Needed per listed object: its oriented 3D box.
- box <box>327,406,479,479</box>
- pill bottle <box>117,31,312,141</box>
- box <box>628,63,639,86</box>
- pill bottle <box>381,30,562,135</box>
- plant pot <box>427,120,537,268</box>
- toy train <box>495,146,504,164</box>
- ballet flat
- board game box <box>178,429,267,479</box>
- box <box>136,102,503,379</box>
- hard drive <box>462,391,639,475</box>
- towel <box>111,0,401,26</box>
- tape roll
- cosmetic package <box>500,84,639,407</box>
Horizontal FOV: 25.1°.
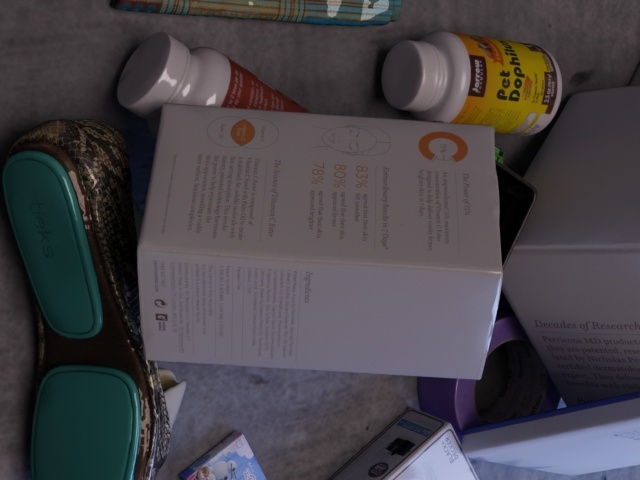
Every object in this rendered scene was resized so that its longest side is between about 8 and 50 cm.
[{"bbox_3d":[0.069,0.367,1.809,0.290,0.087,0.169,-40,119,-22],"label":"box"},{"bbox_3d":[-0.110,-0.135,1.569,0.216,0.121,0.121,31,81,-35],"label":"pill bottle"},{"bbox_3d":[0.573,-0.150,2.031,0.311,0.121,0.148,35,79,-34],"label":"box"},{"bbox_3d":[0.184,-0.193,1.760,0.215,0.117,0.117,2,98,-35],"label":"pill bottle"},{"bbox_3d":[0.111,-0.027,1.713,0.187,0.167,0.188,31,81,-34],"label":"plant pot"},{"bbox_3d":[0.207,-0.120,1.853,0.083,0.017,0.023,25,74,-35],"label":"toy train"},{"bbox_3d":[-0.224,0.104,1.534,0.182,0.164,0.482,-24,113,-57],"label":"ballet flat"},{"bbox_3d":[-0.112,0.289,1.711,0.090,0.020,0.090,-37,117,-25],"label":"board game box"},{"bbox_3d":[0.000,0.000,1.456,0.345,0.215,0.168,4,136,0],"label":"box"},{"bbox_3d":[0.357,0.237,1.746,0.210,0.319,0.040,15,67,-34],"label":"hard drive"},{"bbox_3d":[-0.057,-0.381,1.609,0.370,0.040,0.271,-3,100,-34],"label":"towel"},{"bbox_3d":[0.225,0.182,1.885,0.189,0.080,0.189,-8,104,-33],"label":"tape roll"},{"bbox_3d":[0.474,0.041,1.828,0.329,0.327,0.393,-55,126,-35],"label":"cosmetic package"}]
